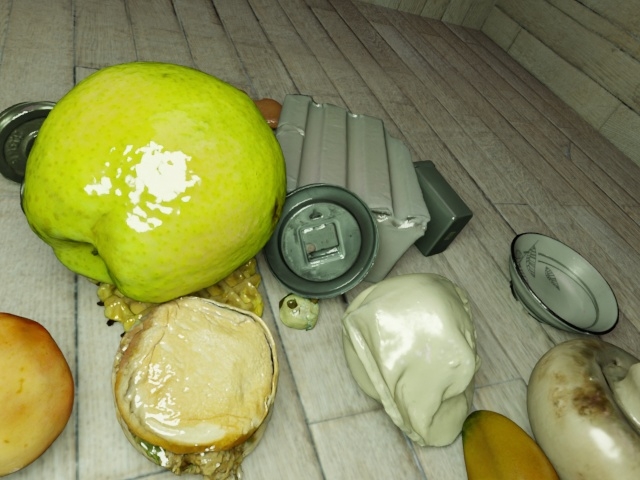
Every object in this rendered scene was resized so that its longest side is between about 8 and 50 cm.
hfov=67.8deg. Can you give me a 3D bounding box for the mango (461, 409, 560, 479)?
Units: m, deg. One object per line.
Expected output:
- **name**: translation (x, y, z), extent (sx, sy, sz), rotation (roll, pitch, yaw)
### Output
- **mango**: translation (0.319, 0.391, 0.797), extent (0.151, 0.120, 0.221), rotation (16, 36, -13)

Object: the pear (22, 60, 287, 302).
- **pear**: translation (-0.254, -0.084, 0.748), extent (0.391, 0.391, 0.391), rotation (14, 42, -13)

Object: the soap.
- **soap**: translation (0.036, -0.143, 1.158), extent (0.350, 0.213, 0.435), rotation (12, 42, -10)

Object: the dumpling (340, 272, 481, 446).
- **dumpling**: translation (0.193, 0.217, 0.903), extent (0.395, 0.233, 0.315), rotation (-11, 83, -51)

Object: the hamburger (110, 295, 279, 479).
- **hamburger**: translation (-0.175, 0.215, 0.710), extent (0.243, 0.146, 0.286), rotation (-25, 71, -37)

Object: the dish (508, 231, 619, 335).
- **dish**: translation (0.597, 0.127, 1.229), extent (0.316, 0.106, 0.316), rotation (14, 44, -14)

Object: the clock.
- **clock**: translation (0.000, 0.000, 0.919), extent (0.226, 0.226, 0.049), rotation (14, 10, -12)

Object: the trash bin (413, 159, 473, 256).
- **trash bin**: translation (0.267, -0.096, 1.252), extent (0.101, 0.177, 0.236), rotation (-12, 57, -36)

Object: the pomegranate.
- **pomegranate**: translation (-0.416, 0.188, 0.592), extent (0.209, 0.209, 0.209), rotation (14, 42, -13)

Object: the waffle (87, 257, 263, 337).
- **waffle**: translation (-0.251, 0.077, 0.899), extent (0.329, 0.062, 0.329), rotation (13, 41, -12)

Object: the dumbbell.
- **dumbbell**: translation (-0.501, -0.142, 0.910), extent (0.290, 0.192, 0.192), rotation (43, 44, 22)

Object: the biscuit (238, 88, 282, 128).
- **biscuit**: translation (-0.203, -0.403, 1.431), extent (0.192, 0.036, 0.186), rotation (0, 46, -14)

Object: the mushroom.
- **mushroom**: translation (0.559, 0.323, 0.841), extent (0.362, 0.294, 0.362), rotation (22, 33, -15)

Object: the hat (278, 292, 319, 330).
- **hat**: translation (-0.038, 0.134, 0.946), extent (0.077, 0.059, 0.076), rotation (12, 47, -22)
